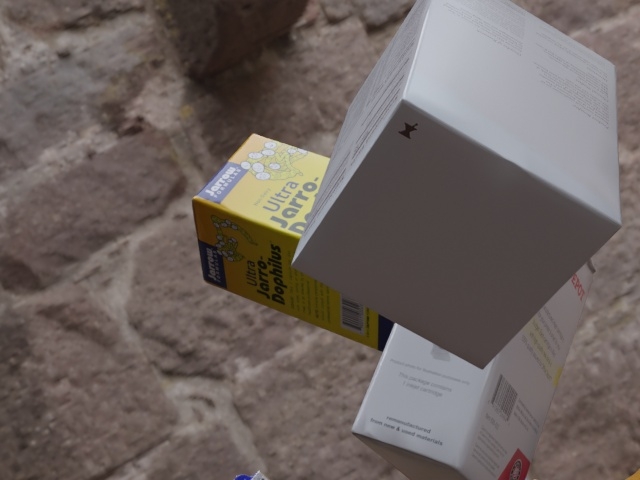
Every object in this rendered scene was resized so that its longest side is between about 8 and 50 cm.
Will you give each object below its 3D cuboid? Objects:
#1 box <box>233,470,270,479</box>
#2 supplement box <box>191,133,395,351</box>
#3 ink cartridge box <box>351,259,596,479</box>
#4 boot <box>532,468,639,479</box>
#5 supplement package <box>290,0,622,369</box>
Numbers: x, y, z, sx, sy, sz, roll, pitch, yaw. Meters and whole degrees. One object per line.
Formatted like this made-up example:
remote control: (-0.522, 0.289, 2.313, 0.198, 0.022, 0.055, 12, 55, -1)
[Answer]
box: (-0.071, 0.373, 1.367, 0.081, 0.136, 0.028, -47, -1, -32)
supplement box: (0.000, 0.000, 1.649, 0.356, 0.195, 0.194, 19, 48, 21)
ink cartridge box: (0.224, 0.148, 1.411, 0.160, 0.279, 0.385, 13, 70, 31)
boot: (0.470, 0.456, 1.780, 0.295, 0.211, 0.104, -64, -1, 2)
supplement package: (0.127, -0.072, 0.915, 0.198, 0.199, 0.263, -55, 10, 38)
